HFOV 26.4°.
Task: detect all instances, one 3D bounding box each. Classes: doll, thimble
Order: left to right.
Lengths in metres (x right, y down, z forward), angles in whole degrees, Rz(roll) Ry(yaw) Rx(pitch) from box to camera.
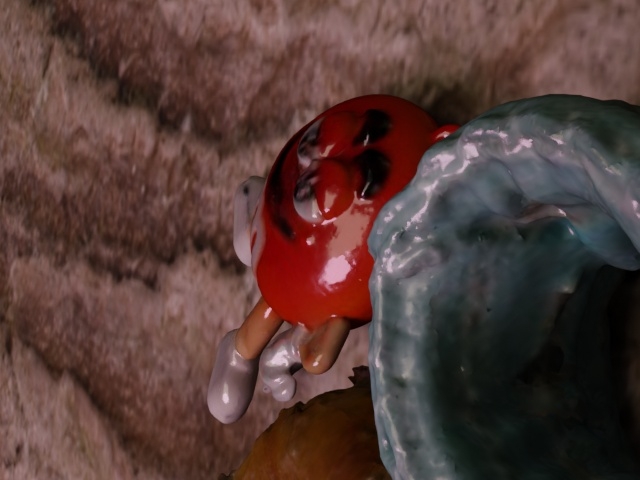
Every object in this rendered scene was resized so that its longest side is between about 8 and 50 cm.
[{"bbox_3d":[0.000,0.000,0.734,0.217,0.085,0.183,-31,45,52],"label":"doll"},{"bbox_3d":[0.120,0.046,0.541,0.198,0.143,0.235,-60,43,28],"label":"thimble"}]

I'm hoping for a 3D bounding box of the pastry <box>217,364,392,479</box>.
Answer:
[{"bbox_3d":[0.024,0.178,0.686,0.218,0.100,0.229,-11,83,55],"label":"pastry"}]
